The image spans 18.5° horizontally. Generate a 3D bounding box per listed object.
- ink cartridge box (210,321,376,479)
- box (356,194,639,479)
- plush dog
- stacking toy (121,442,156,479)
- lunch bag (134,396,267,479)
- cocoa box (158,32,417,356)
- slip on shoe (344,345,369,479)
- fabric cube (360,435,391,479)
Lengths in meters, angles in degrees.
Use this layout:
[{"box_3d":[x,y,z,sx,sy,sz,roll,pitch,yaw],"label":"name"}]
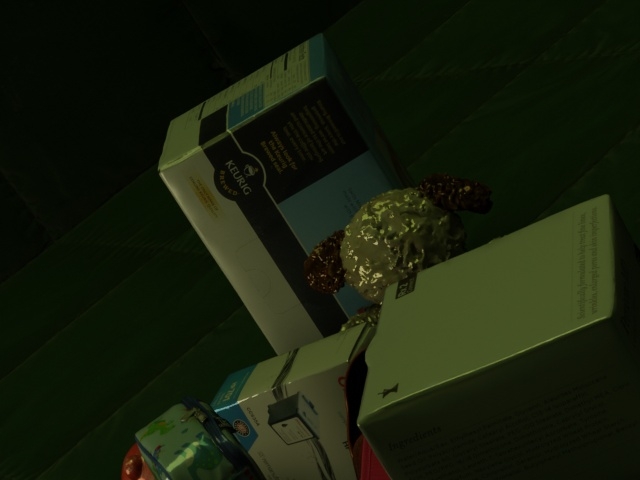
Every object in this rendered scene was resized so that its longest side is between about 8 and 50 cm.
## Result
[{"box_3d":[-0.001,0.188,2.093,0.191,0.139,0.082,-22,19,31],"label":"ink cartridge box"},{"box_3d":[0.135,0.086,1.302,0.182,0.119,0.181,-24,21,19],"label":"box"},{"box_3d":[0.109,0.049,2.129,0.262,0.225,0.210,-30,17,10],"label":"plush dog"},{"box_3d":[-0.255,0.341,2.143,0.279,0.130,0.309,-20,21,35],"label":"stacking toy"},{"box_3d":[-0.087,0.261,1.910,0.090,0.219,0.176,-35,17,-9],"label":"lunch bag"},{"box_3d":[-0.002,-0.029,2.334,0.228,0.347,0.231,-30,17,9],"label":"cocoa box"},{"box_3d":[0.077,0.219,1.866,0.123,0.101,0.331,-37,31,20],"label":"slip on shoe"},{"box_3d":[0.200,0.222,1.449,0.258,0.259,0.254,-27,17,12],"label":"fabric cube"}]
